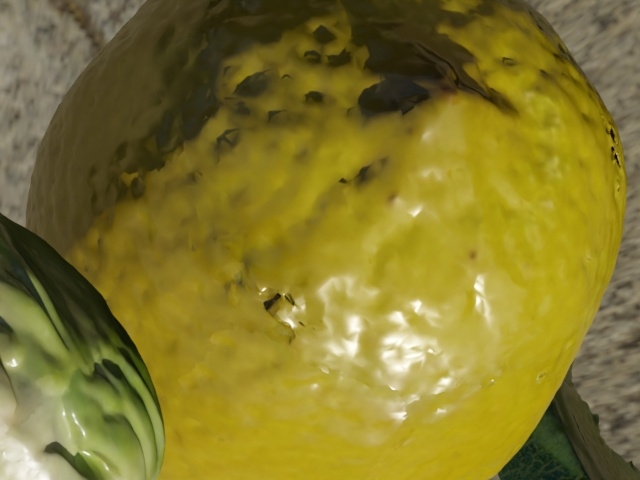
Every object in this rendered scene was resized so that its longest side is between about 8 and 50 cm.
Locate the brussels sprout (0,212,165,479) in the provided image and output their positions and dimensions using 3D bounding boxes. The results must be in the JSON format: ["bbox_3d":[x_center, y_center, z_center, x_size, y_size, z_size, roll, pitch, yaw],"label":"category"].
[{"bbox_3d":[-0.128,0.058,0.657,0.144,0.180,0.161,-11,122,-15],"label":"brussels sprout"}]

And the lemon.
[{"bbox_3d":[0.001,-0.001,1.015,0.336,0.336,0.336,2,81,-11],"label":"lemon"}]

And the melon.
[{"bbox_3d":[0.152,0.117,1.286,0.064,0.118,0.209,-31,80,23],"label":"melon"}]
